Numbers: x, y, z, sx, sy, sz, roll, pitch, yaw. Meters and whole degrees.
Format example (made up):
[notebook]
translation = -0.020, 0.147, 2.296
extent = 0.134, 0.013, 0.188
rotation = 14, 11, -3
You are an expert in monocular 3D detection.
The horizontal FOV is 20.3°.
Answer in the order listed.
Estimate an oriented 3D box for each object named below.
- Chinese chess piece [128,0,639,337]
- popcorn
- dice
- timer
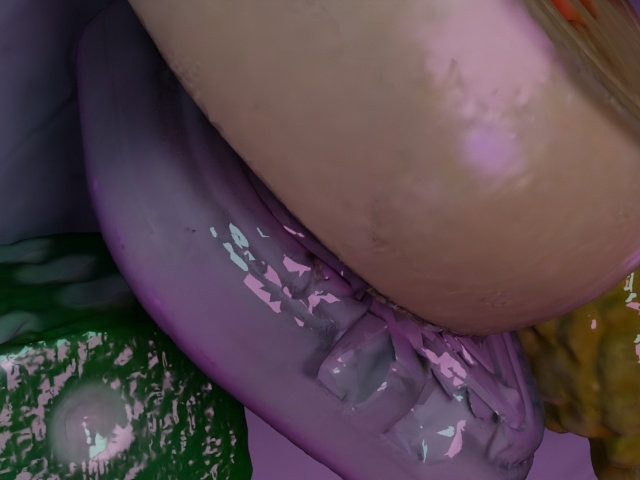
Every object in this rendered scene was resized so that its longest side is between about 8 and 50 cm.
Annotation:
[Chinese chess piece]
translation = 0.030, -0.088, 0.613
extent = 0.097, 0.251, 0.251
rotation = -36, 126, 20
[popcorn]
translation = 0.160, 0.020, 0.803
extent = 0.173, 0.142, 0.173
rotation = 4, 79, -21
[dice]
translation = -0.107, 0.070, 0.640
extent = 0.131, 0.128, 0.120
rotation = -16, 110, -27
[timer]
translation = 0.000, 0.000, 0.655
extent = 0.069, 0.191, 0.208
rotation = -36, 128, 17
